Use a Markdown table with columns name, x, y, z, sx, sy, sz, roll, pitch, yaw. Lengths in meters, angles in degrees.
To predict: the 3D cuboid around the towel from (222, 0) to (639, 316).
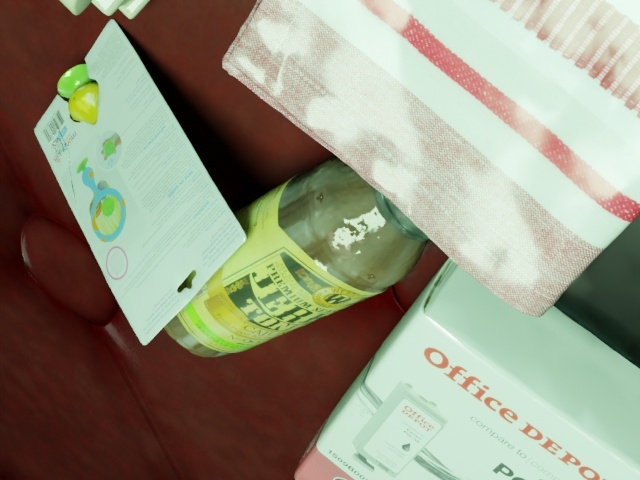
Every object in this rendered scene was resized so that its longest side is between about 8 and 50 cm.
| name | x | y | z | sx | sy | sz | roll | pitch | yaw |
| --- | --- | --- | --- | --- | --- | --- | --- | --- | --- |
| towel | 0.107 | -0.135 | 0.440 | 0.237 | 0.037 | 0.329 | 39 | 128 | 6 |

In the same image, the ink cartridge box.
| name | x | y | z | sx | sy | sz | roll | pitch | yaw |
| --- | --- | --- | --- | --- | --- | --- | --- | --- | --- |
| ink cartridge box | 0.126 | 0.152 | 0.738 | 0.207 | 0.117 | 0.283 | 36 | 138 | 7 |

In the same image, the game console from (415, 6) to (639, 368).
| name | x | y | z | sx | sy | sz | roll | pitch | yaw |
| --- | --- | --- | --- | --- | --- | --- | --- | --- | --- |
| game console | 0.173 | -0.117 | 0.470 | 0.386 | 0.060 | 0.342 | 37 | 128 | 9 |

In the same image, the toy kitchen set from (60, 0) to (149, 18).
| name | x | y | z | sx | sy | sz | roll | pitch | yaw |
| --- | --- | --- | --- | --- | --- | --- | --- | --- | --- |
| toy kitchen set | -0.124 | -0.266 | 0.619 | 0.122 | 0.166 | 0.207 | 45 | 102 | -4 |

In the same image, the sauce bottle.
| name | x | y | z | sx | sy | sz | roll | pitch | yaw |
| --- | --- | --- | --- | --- | --- | --- | --- | --- | --- |
| sauce bottle | 0.000 | 0.000 | 0.710 | 0.111 | 0.111 | 0.344 | 51 | 136 | -10 |

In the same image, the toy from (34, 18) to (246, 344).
| name | x | y | z | sx | sy | sz | roll | pitch | yaw |
| --- | --- | --- | --- | --- | --- | --- | --- | --- | --- |
| toy | -0.144 | -0.050 | 0.769 | 0.137 | 0.056 | 0.237 | -45 | 67 | 26 |
